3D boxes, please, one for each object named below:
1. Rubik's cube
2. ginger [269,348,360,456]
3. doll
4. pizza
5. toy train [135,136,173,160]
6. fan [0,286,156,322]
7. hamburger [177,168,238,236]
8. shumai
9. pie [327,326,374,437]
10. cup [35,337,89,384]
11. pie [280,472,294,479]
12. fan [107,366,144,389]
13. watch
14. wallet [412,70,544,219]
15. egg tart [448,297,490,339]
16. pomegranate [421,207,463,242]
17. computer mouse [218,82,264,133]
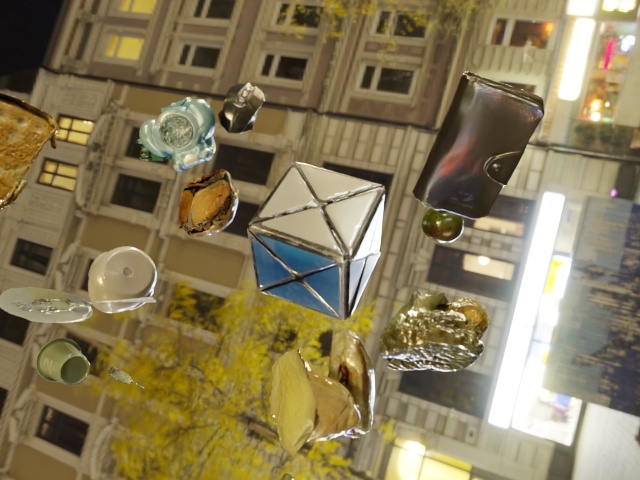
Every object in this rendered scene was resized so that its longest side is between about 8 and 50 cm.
[{"bbox_3d":[0.000,0.000,1.436,0.259,0.260,0.254,91,-157,-51],"label":"Rubik's cube"},{"bbox_3d":[-0.012,0.262,1.027,0.115,0.123,0.193,-67,29,30],"label":"ginger"},{"bbox_3d":[-0.657,0.136,1.959,0.251,0.221,0.221,-61,-26,-43],"label":"doll"},{"bbox_3d":[-0.663,-0.198,1.262,0.251,0.074,0.287,-24,-88,-50],"label":"pizza"},{"bbox_3d":[-0.462,-0.281,1.710,0.178,0.105,0.071,-91,-2,-61],"label":"toy train"},{"bbox_3d":[-0.632,0.167,1.543,0.233,0.415,0.012,73,-166,-60],"label":"fan"},{"bbox_3d":[-0.344,-0.111,1.850,0.107,0.231,0.231,50,-125,-45],"label":"hamburger"},{"bbox_3d":[0.275,0.214,1.500,0.189,0.256,0.218,91,-178,-47],"label":"shumai"},{"bbox_3d":[0.062,0.272,1.146,0.179,0.084,0.205,-52,-44,-75],"label":"pie"},{"bbox_3d":[-0.675,0.329,1.578,0.120,0.141,0.120,-11,-74,-43],"label":"cup"},{"bbox_3d":[-0.060,0.656,1.205,0.296,0.078,0.371,101,169,-46],"label":"pie"},{"bbox_3d":[-0.399,0.286,1.225,0.004,0.083,0.056,-56,10,1],"label":"fan"},{"bbox_3d":[-0.369,-0.294,1.655,0.193,0.211,0.210,-68,-13,-79],"label":"watch"},{"bbox_3d":[0.351,-0.196,1.358,0.377,0.197,0.051,107,-174,-49],"label":"wallet"},{"bbox_3d":[0.395,0.213,1.603,0.052,0.130,0.130,88,-157,-64],"label":"egg tart"},{"bbox_3d":[0.331,-0.063,1.608,0.114,0.115,0.142,-36,-48,-59],"label":"pomegranate"},{"bbox_3d":[-0.222,-0.379,1.675,0.062,0.106,0.192,115,176,-60],"label":"computer mouse"}]
